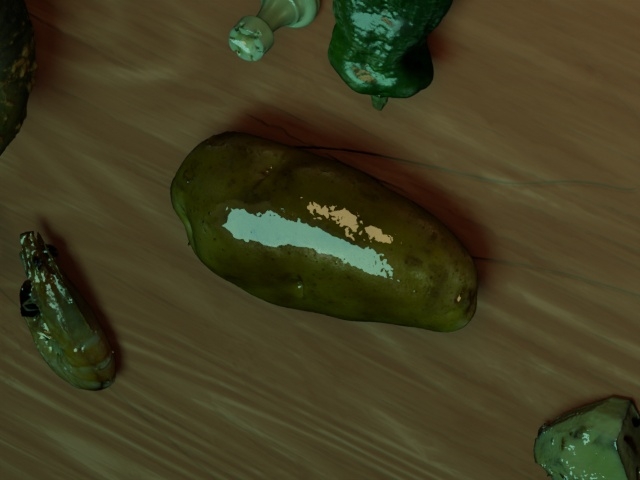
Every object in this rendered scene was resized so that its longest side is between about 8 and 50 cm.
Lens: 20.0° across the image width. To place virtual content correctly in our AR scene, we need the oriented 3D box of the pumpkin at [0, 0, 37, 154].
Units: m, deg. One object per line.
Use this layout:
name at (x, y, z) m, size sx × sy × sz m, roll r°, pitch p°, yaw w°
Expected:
pumpkin at (-0.470, -0.176, 2.038) m, size 0.257 × 0.328 × 0.291 m, roll 11°, pitch 116°, yaw 42°

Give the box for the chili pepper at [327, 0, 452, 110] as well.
chili pepper at (0.073, -0.233, 1.749) m, size 0.136 × 0.099 × 0.270 m, roll 6°, pitch 138°, yaw -4°

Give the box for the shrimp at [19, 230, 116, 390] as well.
shrimp at (-0.361, 0.092, 2.430) m, size 0.152 × 0.063 × 0.287 m, roll 16°, pitch 138°, yaw 41°

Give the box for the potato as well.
potato at (0.000, 0.000, 1.989) m, size 0.369 × 0.176 × 0.195 m, roll 20°, pitch 110°, yaw 16°

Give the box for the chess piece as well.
chess piece at (-0.051, -0.227, 1.847) m, size 0.067 × 0.103 × 0.067 m, roll 21°, pitch 138°, yaw 21°

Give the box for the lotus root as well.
lotus root at (0.307, 0.254, 2.054) m, size 0.144 × 0.070 × 0.143 m, roll -9°, pitch 121°, yaw 43°
